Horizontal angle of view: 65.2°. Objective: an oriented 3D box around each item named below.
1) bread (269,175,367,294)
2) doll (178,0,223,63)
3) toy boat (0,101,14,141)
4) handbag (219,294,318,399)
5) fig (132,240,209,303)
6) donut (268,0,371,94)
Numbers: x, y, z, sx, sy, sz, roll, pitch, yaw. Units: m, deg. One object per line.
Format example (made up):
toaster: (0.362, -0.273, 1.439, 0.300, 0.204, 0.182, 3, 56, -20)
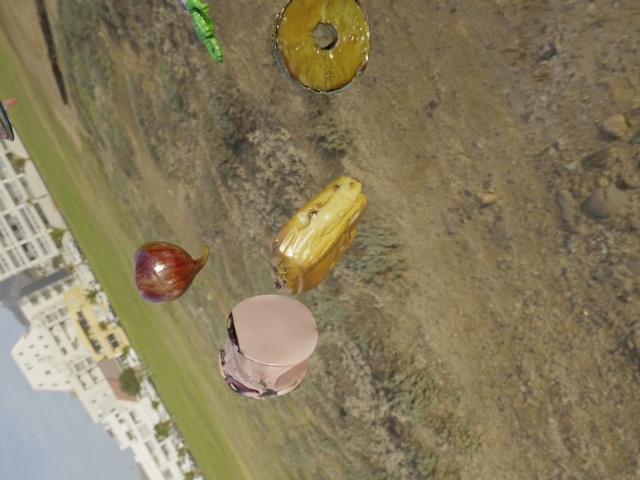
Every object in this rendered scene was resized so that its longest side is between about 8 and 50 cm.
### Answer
bread: (0.000, 0.000, 1.017, 0.099, 0.235, 0.210, 38, 153, 13)
doll: (-0.267, -0.493, 1.130, 0.115, 0.050, 0.190, 36, 152, 60)
toy boat: (-0.680, -0.285, 0.971, 0.046, 0.080, 0.228, 40, 160, 55)
handbag: (-0.102, 0.203, 0.963, 0.205, 0.180, 0.116, -118, 30, -54)
fig: (-0.391, 0.077, 1.343, 0.175, 0.207, 0.174, 175, 90, -70)
donut: (-0.006, -0.492, 1.235, 0.107, 0.272, 0.271, 26, 138, 56)
